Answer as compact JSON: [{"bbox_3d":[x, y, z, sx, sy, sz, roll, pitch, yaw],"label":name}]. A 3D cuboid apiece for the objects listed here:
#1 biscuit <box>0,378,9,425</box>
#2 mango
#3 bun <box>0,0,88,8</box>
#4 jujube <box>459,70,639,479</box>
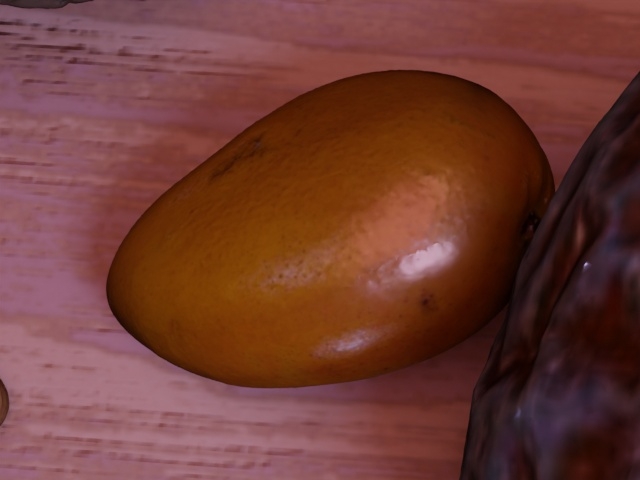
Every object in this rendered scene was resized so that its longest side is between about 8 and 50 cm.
[{"bbox_3d":[-0.261,0.129,0.622,0.236,0.040,0.144,-12,72,-3],"label":"biscuit"},{"bbox_3d":[0.000,0.000,0.600,0.219,0.112,0.145,-20,49,14],"label":"mango"},{"bbox_3d":[-0.166,-0.236,0.613,0.281,0.204,0.282,2,87,-35],"label":"bun"},{"bbox_3d":[0.173,0.063,0.512,0.215,0.246,0.308,24,69,4],"label":"jujube"}]
